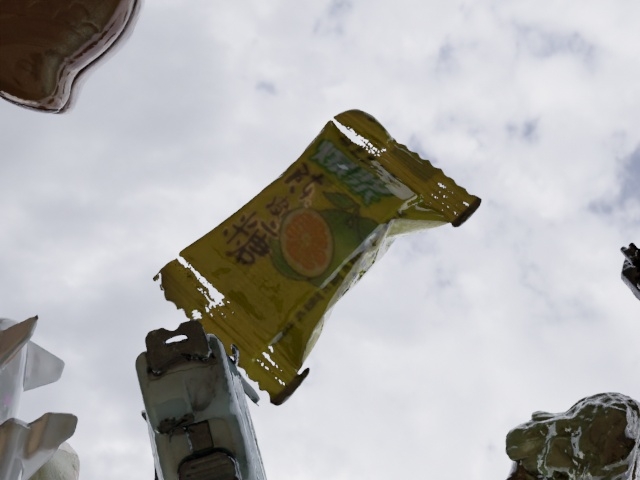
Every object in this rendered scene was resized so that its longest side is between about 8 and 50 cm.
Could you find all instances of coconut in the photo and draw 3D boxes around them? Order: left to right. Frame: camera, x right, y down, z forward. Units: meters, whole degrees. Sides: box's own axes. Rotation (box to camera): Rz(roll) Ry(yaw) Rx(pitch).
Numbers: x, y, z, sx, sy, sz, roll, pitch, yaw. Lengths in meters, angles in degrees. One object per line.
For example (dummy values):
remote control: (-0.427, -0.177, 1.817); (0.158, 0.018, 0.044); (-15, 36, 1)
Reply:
coconut: (-0.429, 0.350, 1.120); (0.147, 0.147, 0.153); (58, -47, 34)

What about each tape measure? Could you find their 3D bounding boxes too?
tape measure: (-0.089, 0.164, 0.632); (0.084, 0.330, 0.164); (-9, -106, -6)

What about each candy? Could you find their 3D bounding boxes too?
candy: (0.000, 0.000, 0.767); (0.187, 0.081, 0.297); (42, -108, 11)

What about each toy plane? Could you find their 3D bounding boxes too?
toy plane: (-0.268, 0.161, 0.557); (0.244, 0.117, 0.245); (-26, -140, 25)

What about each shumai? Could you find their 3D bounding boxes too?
shumai: (0.418, 0.350, 1.256); (0.218, 0.256, 0.189); (5, -145, 25)

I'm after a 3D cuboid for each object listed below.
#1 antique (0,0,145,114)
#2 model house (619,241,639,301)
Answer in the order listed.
antique: (-0.313, -0.286, 0.876); (0.223, 0.129, 0.278); (6, -82, -3)
model house: (0.580, 0.023, 1.273); (0.141, 0.164, 0.203); (-22, -143, -7)
